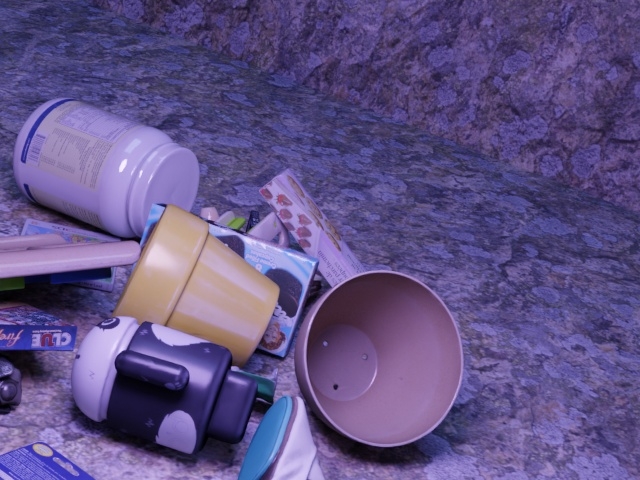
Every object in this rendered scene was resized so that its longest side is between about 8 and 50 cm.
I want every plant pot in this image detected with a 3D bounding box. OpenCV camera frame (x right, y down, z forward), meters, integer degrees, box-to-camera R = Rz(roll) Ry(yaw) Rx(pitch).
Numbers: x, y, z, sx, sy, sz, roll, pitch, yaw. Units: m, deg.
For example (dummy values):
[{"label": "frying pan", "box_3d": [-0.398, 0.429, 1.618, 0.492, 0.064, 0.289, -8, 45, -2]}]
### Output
[{"label": "plant pot", "box_3d": [-0.211, 0.099, 1.891, 0.239, 0.254, 0.254, 26, 21, -10]}, {"label": "plant pot", "box_3d": [0.070, 0.202, 1.859, 0.284, 0.284, 0.191, 7, -11, -22]}]

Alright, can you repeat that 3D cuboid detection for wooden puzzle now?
[{"label": "wooden puzzle", "box_3d": [-0.518, 0.044, 1.875, 0.322, 0.081, 0.347, -6, 7, -35]}]

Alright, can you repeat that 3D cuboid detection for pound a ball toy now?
[{"label": "pound a ball toy", "box_3d": [-0.194, 0.030, 2.237, 0.208, 0.136, 0.319, -4, 17, 18]}]

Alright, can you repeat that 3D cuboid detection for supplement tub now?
[{"label": "supplement tub", "box_3d": [-0.436, -0.142, 2.257, 0.324, 0.235, 0.235, 21, 22, 22]}]

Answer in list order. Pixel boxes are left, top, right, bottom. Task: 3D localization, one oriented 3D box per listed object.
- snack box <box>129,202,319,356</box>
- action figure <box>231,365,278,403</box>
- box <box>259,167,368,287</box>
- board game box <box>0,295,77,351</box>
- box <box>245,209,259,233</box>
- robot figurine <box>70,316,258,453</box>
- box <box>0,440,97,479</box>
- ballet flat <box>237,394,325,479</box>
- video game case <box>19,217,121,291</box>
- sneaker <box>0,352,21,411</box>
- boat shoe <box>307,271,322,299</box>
[{"label": "snack box", "box_3d": [-0.182, 0.070, 2.025, 0.321, 0.187, 0.060, 19, 7, 7]}, {"label": "action figure", "box_3d": [-0.186, 0.217, 1.808, 0.232, 0.137, 0.063, 11, 63, 0]}, {"label": "box", "box_3d": [0.000, 0.000, 2.258, 0.324, 0.063, 0.067, 53, 24, -5]}, {"label": "board game box", "box_3d": [-0.514, 0.128, 1.736, 0.165, 0.042, 0.243, 5, 5, -40]}, {"label": "box", "box_3d": [-0.150, -0.020, 2.420, 0.018, 0.067, 0.083, 12, 24, -11]}, {"label": "robot figurine", "box_3d": [-0.236, 0.216, 1.669, 0.278, 0.209, 0.174, 18, 35, 2]}, {"label": "box", "box_3d": [-0.403, 0.334, 1.444, 0.136, 0.037, 0.225, 28, 19, 25]}, {"label": "ballet flat", "box_3d": [-0.059, 0.371, 1.532, 0.139, 0.139, 0.400, 18, 26, 2]}, {"label": "video game case", "box_3d": [-0.489, 0.026, 2.134, 0.193, 0.023, 0.212, 12, 23, -11]}, {"label": "sneaker", "box_3d": [-0.512, 0.218, 1.590, 0.130, 0.087, 0.227, 11, 17, 4]}, {"label": "boat shoe", "box_3d": [-0.066, 0.107, 2.171, 0.095, 0.095, 0.257, -4, -5, 22]}]
